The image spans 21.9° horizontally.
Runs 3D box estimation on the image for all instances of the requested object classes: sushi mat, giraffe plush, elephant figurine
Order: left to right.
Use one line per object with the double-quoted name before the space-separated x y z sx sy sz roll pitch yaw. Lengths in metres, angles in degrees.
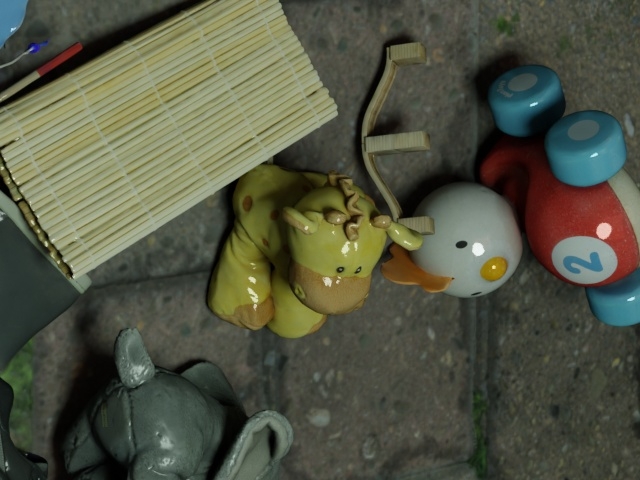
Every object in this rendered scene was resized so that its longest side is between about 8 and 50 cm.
"sushi mat" -0.130 -0.104 1.413 0.316 0.019 0.151 -34 97 -32
"elephant figurine" -0.103 0.191 1.503 0.239 0.186 0.169 0 58 -42
"giraffe plush" 0.000 0.000 1.487 0.181 0.170 0.210 -24 113 -24

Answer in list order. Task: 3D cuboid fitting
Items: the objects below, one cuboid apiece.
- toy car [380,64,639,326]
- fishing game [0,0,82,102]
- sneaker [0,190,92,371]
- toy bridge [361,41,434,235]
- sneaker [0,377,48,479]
"toy car" 0.175 -0.004 1.590 0.238 0.210 0.219 -29 127 -9
"fishing game" -0.317 -0.223 1.323 0.189 0.041 0.264 -38 110 -18
"sneaker" -0.297 0.012 1.364 0.118 0.083 0.222 -51 122 -11
"toy bridge" 0.071 -0.090 1.563 0.026 0.063 0.188 20 67 -67
"sneaker" -0.277 0.245 1.420 0.124 0.107 0.283 -23 112 -28
